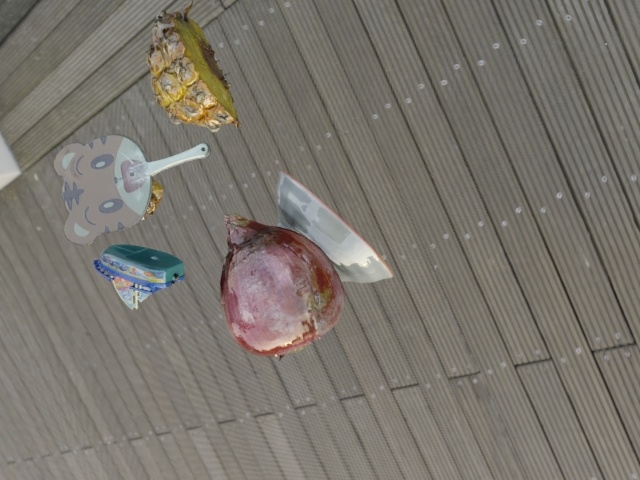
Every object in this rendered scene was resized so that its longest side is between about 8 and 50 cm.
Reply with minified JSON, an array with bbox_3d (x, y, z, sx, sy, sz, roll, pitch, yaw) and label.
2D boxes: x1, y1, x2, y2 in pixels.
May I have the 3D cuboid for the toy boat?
[{"bbox_3d":[-0.307,0.066,0.869,0.174,0.091,0.110,15,110,21],"label":"toy boat"}]

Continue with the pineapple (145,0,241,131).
[{"bbox_3d":[-0.299,-0.352,1.074,0.158,0.161,0.335,-27,69,22],"label":"pineapple"}]

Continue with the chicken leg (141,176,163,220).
[{"bbox_3d":[-0.372,-0.110,1.046,0.087,0.251,0.107,-47,120,-4],"label":"chicken leg"}]

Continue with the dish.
[{"bbox_3d":[0.000,0.000,0.897,0.260,0.260,0.085,43,89,8],"label":"dish"}]

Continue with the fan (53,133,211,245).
[{"bbox_3d":[-0.258,-0.089,0.730,0.226,0.008,0.153,-17,77,4],"label":"fan"}]

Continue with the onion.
[{"bbox_3d":[-0.062,0.047,0.663,0.159,0.159,0.195,-27,92,33],"label":"onion"}]
